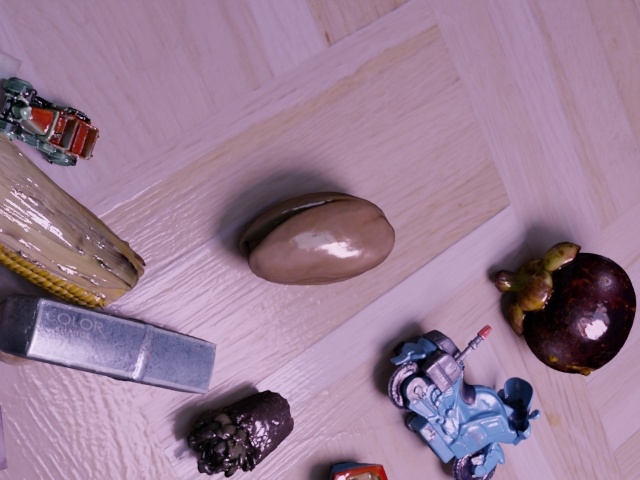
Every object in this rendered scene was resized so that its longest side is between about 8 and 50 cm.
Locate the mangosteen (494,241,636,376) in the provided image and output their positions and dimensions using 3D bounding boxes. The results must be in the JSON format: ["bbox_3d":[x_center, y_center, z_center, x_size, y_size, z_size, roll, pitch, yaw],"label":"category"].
[{"bbox_3d":[0.370,0.097,1.688,0.217,0.192,0.192,27,80,-5],"label":"mangosteen"}]

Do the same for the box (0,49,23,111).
[{"bbox_3d":[-0.431,-0.175,1.256,0.130,0.051,0.129,26,81,-30],"label":"box"}]

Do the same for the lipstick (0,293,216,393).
[{"bbox_3d":[-0.252,0.127,1.327,0.290,0.076,0.077,23,76,-49],"label":"lipstick"}]

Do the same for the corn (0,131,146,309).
[{"bbox_3d":[-0.326,-0.024,1.259,0.305,0.123,0.122,44,48,-47],"label":"corn"}]

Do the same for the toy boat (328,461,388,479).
[{"bbox_3d":[0.048,0.514,1.585,0.136,0.079,0.392,-4,95,-32],"label":"toy boat"}]

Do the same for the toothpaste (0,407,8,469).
[{"bbox_3d":[-0.404,0.149,1.271,0.075,0.048,0.301,-28,130,-53],"label":"toothpaste"}]

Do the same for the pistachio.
[{"bbox_3d":[0.000,0.000,1.489,0.226,0.136,0.135,-8,98,-23],"label":"pistachio"}]

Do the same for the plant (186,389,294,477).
[{"bbox_3d":[-0.106,0.260,1.469,0.143,0.092,0.094,-23,114,-33],"label":"plant"}]

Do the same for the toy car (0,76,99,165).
[{"bbox_3d":[-0.323,-0.136,1.293,0.143,0.054,0.073,30,76,-61],"label":"toy car"}]

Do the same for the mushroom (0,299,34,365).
[{"bbox_3d":[-0.359,0.109,1.315,0.084,0.067,0.083,-1,94,-17],"label":"mushroom"}]

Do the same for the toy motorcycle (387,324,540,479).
[{"bbox_3d":[0.217,0.238,1.638,0.182,0.123,0.272,-43,114,-9],"label":"toy motorcycle"}]
